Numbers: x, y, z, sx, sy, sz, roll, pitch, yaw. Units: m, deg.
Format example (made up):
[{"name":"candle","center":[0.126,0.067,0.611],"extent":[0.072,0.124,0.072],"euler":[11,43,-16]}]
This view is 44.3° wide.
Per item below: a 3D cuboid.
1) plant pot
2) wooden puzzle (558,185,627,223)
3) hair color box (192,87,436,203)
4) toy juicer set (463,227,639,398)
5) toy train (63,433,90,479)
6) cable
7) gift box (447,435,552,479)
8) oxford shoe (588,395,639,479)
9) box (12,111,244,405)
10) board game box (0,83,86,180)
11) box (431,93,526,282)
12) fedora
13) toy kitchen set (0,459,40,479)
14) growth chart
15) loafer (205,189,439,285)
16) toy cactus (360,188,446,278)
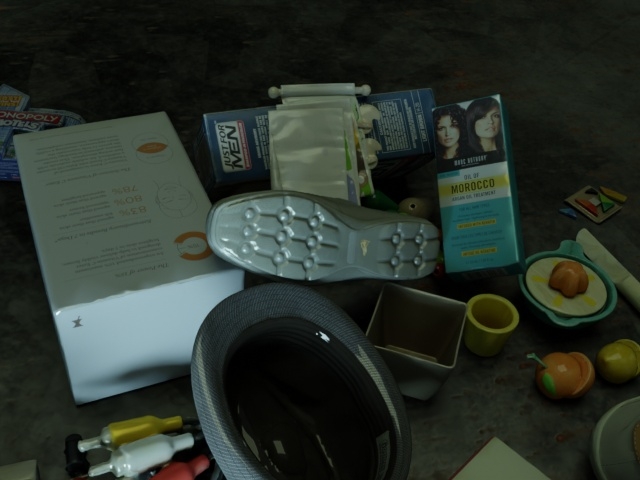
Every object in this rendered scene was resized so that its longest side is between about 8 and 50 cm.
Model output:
[{"name":"plant pot","center":[0.113,0.133,0.974],"extent":[0.108,0.096,0.109],"euler":[15,44,10]},{"name":"wooden puzzle","center":[0.447,-0.062,1.287],"extent":[0.078,0.014,0.116],"euler":[34,49,28]},{"name":"hair color box","center":[-0.009,-0.140,1.193],"extent":[0.347,0.174,0.105],"euler":[-9,84,-16]},{"name":"toy juicer set","center":[0.362,0.086,1.059],"extent":[0.329,0.090,0.209],"euler":[-30,53,-34]},{"name":"toy train","center":[-0.252,0.271,0.827],"extent":[0.027,0.036,0.158],"euler":[-10,45,-16]},{"name":"cable","center":[-0.113,0.216,0.878],"extent":[0.287,0.072,0.139],"euler":[-25,56,-30]},{"name":"gift box","center":[0.153,0.349,0.619],"extent":[0.258,0.276,0.255],"euler":[36,56,28]},{"name":"oxford shoe","center":[0.524,0.195,0.892],"extent":[0.449,0.130,0.169],"euler":[-13,75,-16]},{"name":"box","center":[-0.255,0.006,1.021],"extent":[0.214,0.168,0.345],"euler":[-13,45,-20]},{"name":"board game box","center":[-0.488,-0.178,1.279],"extent":[0.194,0.060,0.194],"euler":[3,43,-3]},{"name":"box","center":[0.216,-0.071,1.080],"extent":[0.100,0.060,0.244],"euler":[-9,71,20]},{"name":"fedora","center":[-0.034,0.194,0.840],"extent":[0.243,0.124,0.275],"euler":[-22,69,-43]},{"name":"toy kitchen set","center":[-0.321,0.331,0.738],"extent":[0.122,0.166,0.207],"euler":[-9,7,-16]},{"name":"growth chart","center":[0.001,-0.112,1.085],"extent":[0.171,0.021,0.237],"euler":[4,78,-13]},{"name":"loafer","center":[0.000,0.000,0.956],"extent":[0.319,0.112,0.111],"euler":[9,0,-33]},{"name":"toy cactus","center":[0.117,-0.021,1.162],"extent":[0.219,0.112,0.180],"euler":[27,28,25]}]
